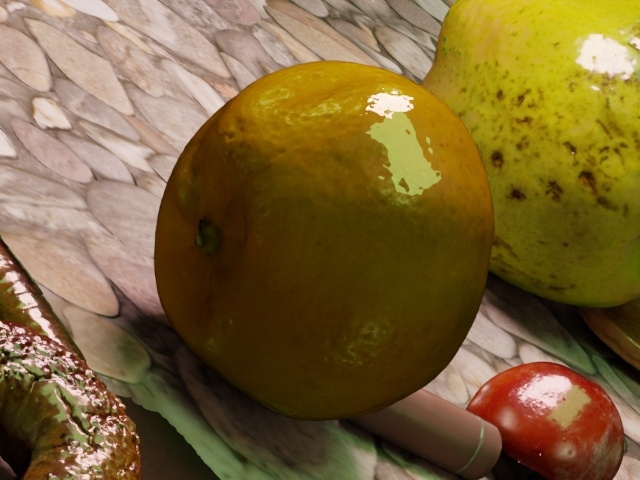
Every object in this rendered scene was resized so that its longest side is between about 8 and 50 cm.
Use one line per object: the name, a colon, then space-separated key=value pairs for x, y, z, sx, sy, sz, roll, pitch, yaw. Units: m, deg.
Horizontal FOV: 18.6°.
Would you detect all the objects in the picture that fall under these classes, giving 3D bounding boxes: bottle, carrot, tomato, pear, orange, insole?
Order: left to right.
carrot: x=-0.228 y=0.033 z=1.324 sx=0.260 sy=0.070 sz=0.070 roll=49 pitch=22 yaw=28
insole: x=-0.062 y=0.210 z=1.280 sx=0.111 sy=0.007 sz=0.328 roll=10 pitch=31 yaw=-50
orange: x=0.000 y=0.000 z=1.486 sx=0.235 sy=0.279 sz=0.279 roll=9 pitch=29 yaw=-28
bottle: x=0.083 y=0.150 z=1.611 sx=0.140 sy=0.053 sz=0.053 roll=28 pitch=20 yaw=-23
tomato: x=0.208 y=0.156 z=1.726 sx=0.139 sy=0.091 sz=0.159 roll=34 pitch=3 yaw=30
pear: x=0.271 y=-0.121 z=2.147 sx=0.391 sy=0.391 sz=0.391 roll=32 pitch=19 yaw=-12

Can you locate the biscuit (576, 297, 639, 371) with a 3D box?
biscuit: x=0.391 y=0.111 z=2.277 sx=0.202 sy=0.044 sz=0.288 roll=42 pitch=18 yaw=19

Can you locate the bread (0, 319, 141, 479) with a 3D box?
bread: x=-0.190 y=0.115 z=1.158 sx=0.193 sy=0.064 sz=0.193 roll=24 pitch=32 yaw=-16
